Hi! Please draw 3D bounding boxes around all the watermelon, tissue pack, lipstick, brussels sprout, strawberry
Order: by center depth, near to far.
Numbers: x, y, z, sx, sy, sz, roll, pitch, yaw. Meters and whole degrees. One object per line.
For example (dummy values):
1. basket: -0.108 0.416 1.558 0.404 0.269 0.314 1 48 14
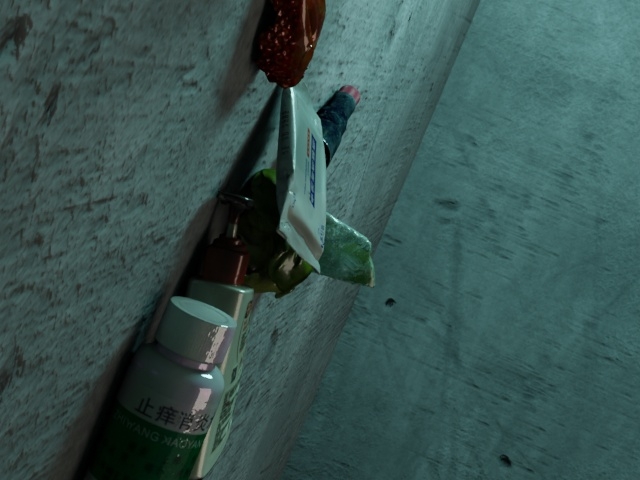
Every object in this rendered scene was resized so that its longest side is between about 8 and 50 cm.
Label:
1. strawberry: -0.021 -0.199 1.247 0.152 0.048 0.104 108 5 -62
2. tissue pack: -0.020 -0.075 1.425 0.122 0.026 0.193 51 37 -61
3. brussels sprout: -0.048 -0.006 1.508 0.181 0.100 0.139 35 61 -66
4. lipstick: 0.014 -0.142 1.695 0.234 0.053 0.053 -57 169 -64
5. watermelon: 0.000 0.000 1.806 0.241 0.154 0.094 -151 -96 -84

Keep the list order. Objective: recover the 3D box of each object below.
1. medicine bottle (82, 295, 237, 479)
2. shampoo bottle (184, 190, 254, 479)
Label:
1. medicine bottle: -0.156 0.182 1.283 0.095 0.095 0.260 -23 135 -80
2. shampoo bottle: -0.108 0.083 1.378 0.153 0.071 0.284 -56 156 -76
